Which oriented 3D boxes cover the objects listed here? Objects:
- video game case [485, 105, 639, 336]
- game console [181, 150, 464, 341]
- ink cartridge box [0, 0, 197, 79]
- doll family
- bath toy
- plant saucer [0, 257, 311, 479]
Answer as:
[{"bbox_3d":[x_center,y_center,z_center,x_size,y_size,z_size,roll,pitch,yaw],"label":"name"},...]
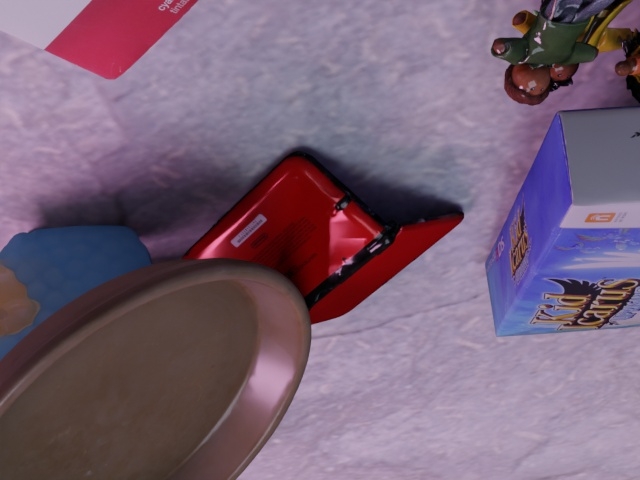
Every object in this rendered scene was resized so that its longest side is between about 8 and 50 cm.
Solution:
[{"bbox_3d":[0.243,-0.008,0.909,0.244,0.061,0.269,-3,161,-3],"label":"video game case"},{"bbox_3d":[0.000,0.000,0.982,0.124,0.085,0.144,42,129,-9],"label":"game console"},{"bbox_3d":[-0.125,-0.178,0.609,0.176,0.128,0.127,22,136,-35],"label":"ink cartridge box"},{"bbox_3d":[0.174,-0.113,0.800,0.193,0.076,0.111,6,138,-22],"label":"doll family"},{"bbox_3d":[-0.166,0.134,1.046,0.151,0.129,0.348,-6,146,-1],"label":"bath toy"},{"bbox_3d":[-0.124,0.115,0.916,0.278,0.041,0.278,-32,148,-23],"label":"plant saucer"}]
